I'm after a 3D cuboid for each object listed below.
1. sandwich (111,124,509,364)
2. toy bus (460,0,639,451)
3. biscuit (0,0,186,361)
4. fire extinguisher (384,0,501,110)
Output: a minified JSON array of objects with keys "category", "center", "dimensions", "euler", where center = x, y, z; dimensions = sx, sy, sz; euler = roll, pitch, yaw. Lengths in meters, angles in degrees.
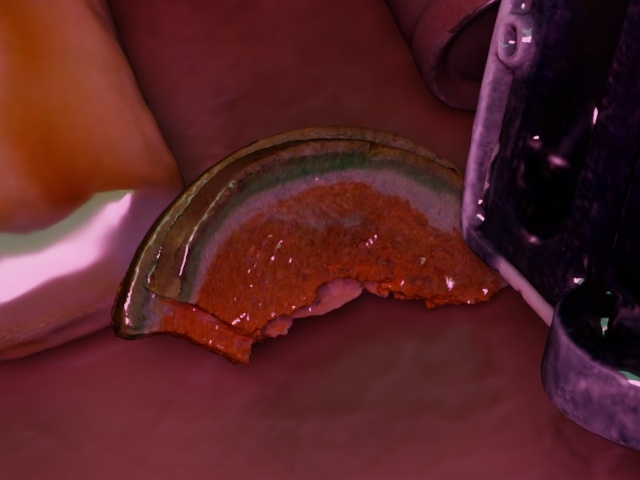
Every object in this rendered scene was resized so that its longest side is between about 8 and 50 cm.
[{"category":"sandwich","center":[-0.002,-0.001,0.491],"dimensions":[0.135,0.029,0.067],"euler":[-15,98,-24]},{"category":"toy bus","center":[0.172,0.007,0.372],"dimensions":[0.179,0.143,0.305],"euler":[-2,28,-24]},{"category":"biscuit","center":[-0.192,-0.064,0.546],"dimensions":[0.236,0.062,0.291],"euler":[-23,66,-7]},{"category":"fire extinguisher","center":[0.010,-0.163,0.562],"dimensions":[0.106,0.075,0.252],"euler":[-16,65,-15]}]
